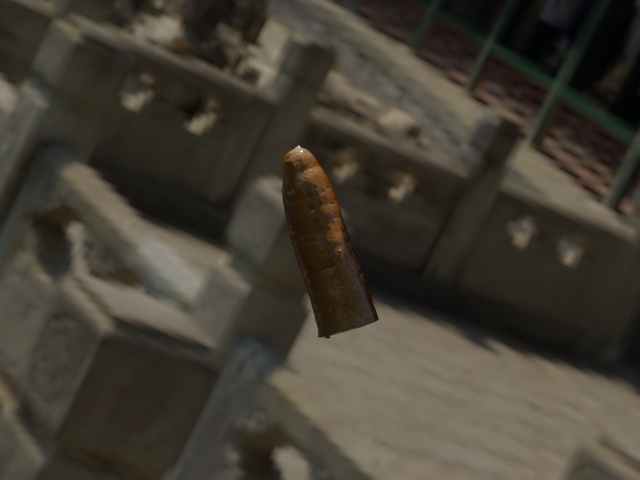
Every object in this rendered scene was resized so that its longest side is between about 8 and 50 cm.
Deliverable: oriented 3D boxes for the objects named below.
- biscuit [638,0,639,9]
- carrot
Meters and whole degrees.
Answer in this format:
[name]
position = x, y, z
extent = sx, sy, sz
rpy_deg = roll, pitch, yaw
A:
[biscuit]
position = 0.395, -0.210, 1.650
extent = 0.052, 0.262, 0.277
rpy_deg = 13, 46, -35
[carrot]
position = 0.000, 0.000, 1.413
extent = 0.048, 0.048, 0.139
rpy_deg = -4, 75, -72
